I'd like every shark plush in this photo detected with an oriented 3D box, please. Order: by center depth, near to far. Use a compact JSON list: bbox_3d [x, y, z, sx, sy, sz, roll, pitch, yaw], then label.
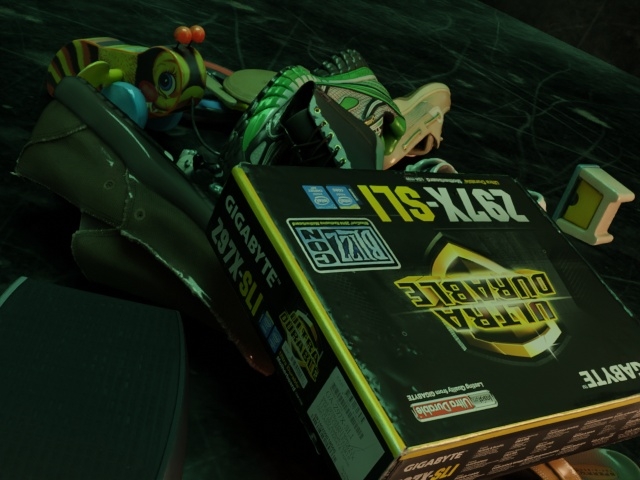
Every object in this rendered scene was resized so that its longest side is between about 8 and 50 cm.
[{"bbox_3d":[-0.120,-0.068,0.897,0.067,0.161,0.073,32,64,-12],"label":"shark plush"}]

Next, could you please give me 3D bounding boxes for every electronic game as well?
[{"bbox_3d":[-0.192,-0.232,1.262,0.229,0.048,0.229,15,26,-7],"label":"electronic game"}]

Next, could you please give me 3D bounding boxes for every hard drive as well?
[{"bbox_3d":[-0.172,0.114,0.581,0.172,0.054,0.255,14,26,-11],"label":"hard drive"}]

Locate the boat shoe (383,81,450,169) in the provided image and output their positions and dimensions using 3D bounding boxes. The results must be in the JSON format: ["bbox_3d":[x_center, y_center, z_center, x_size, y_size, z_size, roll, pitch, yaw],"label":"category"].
[{"bbox_3d":[0.139,-0.176,1.338,0.098,0.109,0.302,62,31,-2],"label":"boat shoe"}]

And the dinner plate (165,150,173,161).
[{"bbox_3d":[-0.234,-0.089,0.937,0.141,0.017,0.141,-2,23,1],"label":"dinner plate"}]

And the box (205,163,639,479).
[{"bbox_3d":[0.102,0.054,0.667,0.322,0.079,0.257,-1,44,-37],"label":"box"}]

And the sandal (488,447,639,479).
[{"bbox_3d":[0.180,0.181,0.683,0.219,0.060,0.090,8,27,-22],"label":"sandal"}]

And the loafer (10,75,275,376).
[{"bbox_3d":[-0.147,0.003,0.777,0.366,0.130,0.134,43,0,25],"label":"loafer"}]

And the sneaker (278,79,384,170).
[{"bbox_3d":[0.006,-0.066,0.880,0.118,0.083,0.222,39,30,-30],"label":"sneaker"}]

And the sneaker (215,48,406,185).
[{"bbox_3d":[0.004,-0.131,1.031,0.146,0.134,0.343,45,40,8],"label":"sneaker"}]

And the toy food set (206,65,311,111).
[{"bbox_3d":[-0.079,-0.206,1.201,0.192,0.039,0.132,-11,37,-34],"label":"toy food set"}]

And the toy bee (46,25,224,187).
[{"bbox_3d":[-0.204,-0.206,1.074,0.298,0.162,0.195,19,24,0],"label":"toy bee"}]

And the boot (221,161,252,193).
[{"bbox_3d":[-0.042,-0.027,0.841,0.118,0.087,0.042,15,28,-6],"label":"boot"}]

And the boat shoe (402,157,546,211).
[{"bbox_3d":[0.120,-0.043,0.920,0.267,0.088,0.096,22,42,38],"label":"boat shoe"}]

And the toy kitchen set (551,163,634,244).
[{"bbox_3d":[0.230,-0.010,0.973,0.207,0.166,0.122,-7,36,-43],"label":"toy kitchen set"}]
